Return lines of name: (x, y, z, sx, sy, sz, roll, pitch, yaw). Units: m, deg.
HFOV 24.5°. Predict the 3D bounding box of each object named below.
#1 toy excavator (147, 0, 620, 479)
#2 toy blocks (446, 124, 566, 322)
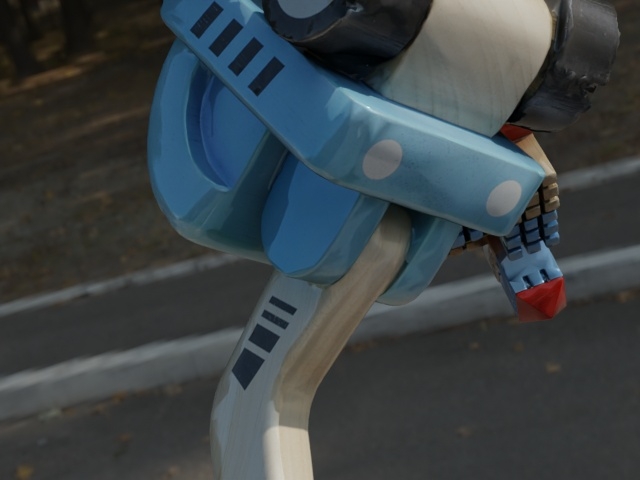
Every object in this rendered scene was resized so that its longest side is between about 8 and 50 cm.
toy excavator: (0.000, 0.000, 0.957, 0.222, 0.445, 0.433, 14, 24, -40)
toy blocks: (0.125, -0.089, 1.313, 0.190, 0.381, 0.261, -20, 51, -2)
